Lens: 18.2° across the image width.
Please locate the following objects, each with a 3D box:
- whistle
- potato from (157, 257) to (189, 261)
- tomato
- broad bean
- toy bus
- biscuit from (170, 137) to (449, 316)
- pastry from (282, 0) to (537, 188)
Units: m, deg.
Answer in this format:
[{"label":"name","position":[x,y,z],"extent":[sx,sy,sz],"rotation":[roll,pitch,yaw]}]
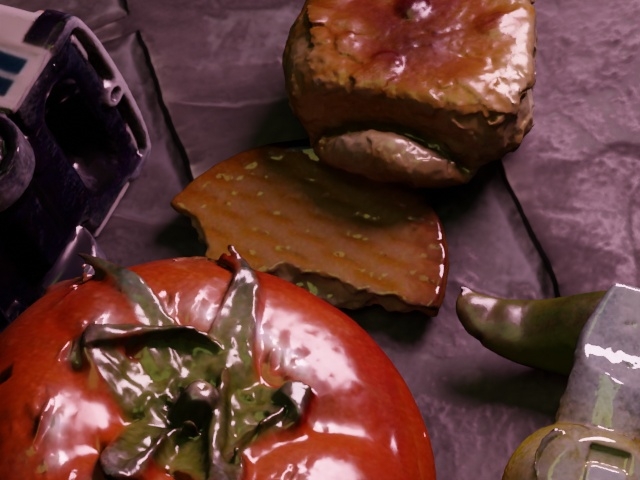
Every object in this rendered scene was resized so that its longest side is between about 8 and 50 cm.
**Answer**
[{"label":"whistle","position":[0.191,0.140,1.380],"extent":[0.123,0.123,0.223],"rotation":[9,73,19]},{"label":"potato","position":[-0.129,0.081,1.503],"extent":[0.178,0.109,0.118],"rotation":[-24,79,5]},{"label":"tomato","position":[-0.098,0.186,1.320],"extent":[0.341,0.272,0.341],"rotation":[7,45,-7]},{"label":"broad bean","position":[0.261,0.080,1.434],"extent":[0.339,0.061,0.077],"rotation":[13,75,21]},{"label":"toy bus","position":[-0.337,0.025,1.529],"extent":[0.249,0.209,0.440],"rotation":[19,68,25]},{"label":"biscuit","position":[0.000,0.000,1.565],"extent":[0.176,0.031,0.228],"rotation":[-38,59,-9]},{"label":"pastry","position":[0.084,-0.144,1.579],"extent":[0.218,0.100,0.229],"rotation":[30,60,30]}]
